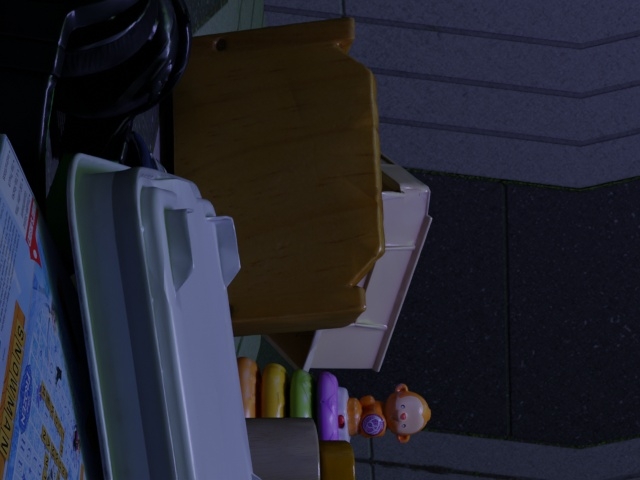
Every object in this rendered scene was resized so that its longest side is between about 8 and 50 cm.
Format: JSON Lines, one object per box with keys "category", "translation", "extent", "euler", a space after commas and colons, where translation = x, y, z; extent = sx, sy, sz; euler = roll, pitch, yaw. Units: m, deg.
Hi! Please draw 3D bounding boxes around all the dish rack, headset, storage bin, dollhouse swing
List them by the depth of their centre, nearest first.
{"category": "dish rack", "translation": [-0.089, 0.106, 1.068], "extent": [0.285, 0.072, 0.332], "euler": [7, 73, -84]}
{"category": "headset", "translation": [-0.142, -0.164, 1.116], "extent": [0.243, 0.185, 0.394], "euler": [73, 26, -79]}
{"category": "dollhouse swing", "translation": [-0.051, -0.050, 1.950], "extent": [0.305, 0.315, 0.346], "euler": [38, 48, -71]}
{"category": "storage bin", "translation": [0.000, 0.000, 2.028], "extent": [0.262, 0.123, 0.260], "euler": [41, -61, 51]}

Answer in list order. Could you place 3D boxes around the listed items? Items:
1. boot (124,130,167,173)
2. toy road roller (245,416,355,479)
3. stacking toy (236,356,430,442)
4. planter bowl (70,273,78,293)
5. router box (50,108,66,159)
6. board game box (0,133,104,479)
{"category": "boot", "translation": [-0.177, -0.008, 1.505], "extent": [0.086, 0.069, 0.190], "euler": [66, 13, -62]}
{"category": "toy road roller", "translation": [-0.084, 0.340, 1.681], "extent": [0.240, 0.203, 0.329], "euler": [-152, -117, -80]}
{"category": "stacking toy", "translation": [-0.024, 0.206, 1.804], "extent": [0.166, 0.302, 0.175], "euler": [3, 85, -87]}
{"category": "planter bowl", "translation": [-0.157, 0.081, 1.303], "extent": [0.162, 0.109, 0.162], "euler": [-3, 90, -86]}
{"category": "router box", "translation": [-0.201, -0.135, 1.313], "extent": [0.092, 0.038, 0.122], "euler": [-82, 169, -75]}
{"category": "board game box", "translation": [-0.173, 0.160, 0.893], "extent": [0.318, 0.066, 0.318], "euler": [-91, 168, -50]}
